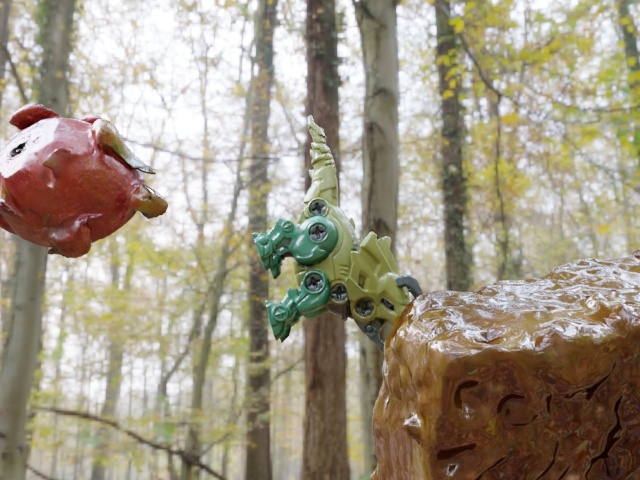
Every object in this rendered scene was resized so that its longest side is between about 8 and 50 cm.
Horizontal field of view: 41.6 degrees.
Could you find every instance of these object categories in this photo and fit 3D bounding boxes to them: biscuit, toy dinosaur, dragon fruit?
[{"bbox_3d":[0.231,0.186,0.751,0.394,0.343,0.166,-5,19,-21],"label":"biscuit"},{"bbox_3d":[0.000,0.000,0.861,0.153,0.259,0.094,-21,-12,-1],"label":"toy dinosaur"},{"bbox_3d":[-0.183,-0.049,0.588,0.112,0.126,0.068,-37,-33,-20],"label":"dragon fruit"}]
